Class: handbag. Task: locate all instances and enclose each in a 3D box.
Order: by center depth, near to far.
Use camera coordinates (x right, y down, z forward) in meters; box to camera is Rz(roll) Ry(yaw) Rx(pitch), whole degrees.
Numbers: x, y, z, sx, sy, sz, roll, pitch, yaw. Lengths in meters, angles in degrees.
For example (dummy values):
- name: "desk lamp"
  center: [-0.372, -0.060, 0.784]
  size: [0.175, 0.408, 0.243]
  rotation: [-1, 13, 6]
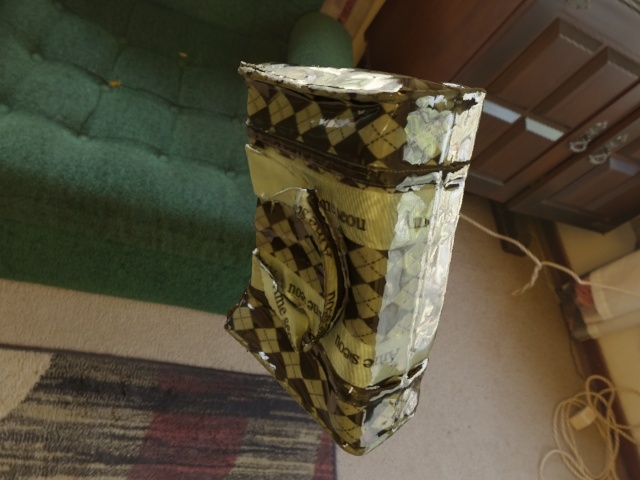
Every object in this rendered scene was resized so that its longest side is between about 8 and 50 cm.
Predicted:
- name: "handbag"
  center: [0.000, 0.000, 0.628]
  size: [0.180, 0.416, 0.317]
  rotation: [-14, 28, -41]
